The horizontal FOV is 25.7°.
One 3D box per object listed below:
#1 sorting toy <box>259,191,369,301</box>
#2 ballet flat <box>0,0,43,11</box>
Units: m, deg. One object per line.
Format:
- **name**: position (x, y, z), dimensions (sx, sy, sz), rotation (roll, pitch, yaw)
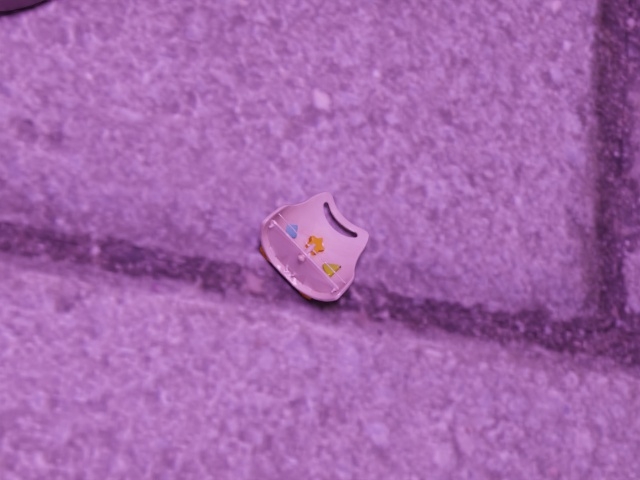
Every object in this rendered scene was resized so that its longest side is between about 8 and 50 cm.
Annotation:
- **sorting toy**: position (0.000, 0.000, 1.113), dimensions (0.083, 0.045, 0.075), rotation (46, 60, 0)
- **ballet flat**: position (-0.195, -0.273, 1.125), dimensions (0.250, 0.058, 0.084), rotation (-48, 128, -18)
